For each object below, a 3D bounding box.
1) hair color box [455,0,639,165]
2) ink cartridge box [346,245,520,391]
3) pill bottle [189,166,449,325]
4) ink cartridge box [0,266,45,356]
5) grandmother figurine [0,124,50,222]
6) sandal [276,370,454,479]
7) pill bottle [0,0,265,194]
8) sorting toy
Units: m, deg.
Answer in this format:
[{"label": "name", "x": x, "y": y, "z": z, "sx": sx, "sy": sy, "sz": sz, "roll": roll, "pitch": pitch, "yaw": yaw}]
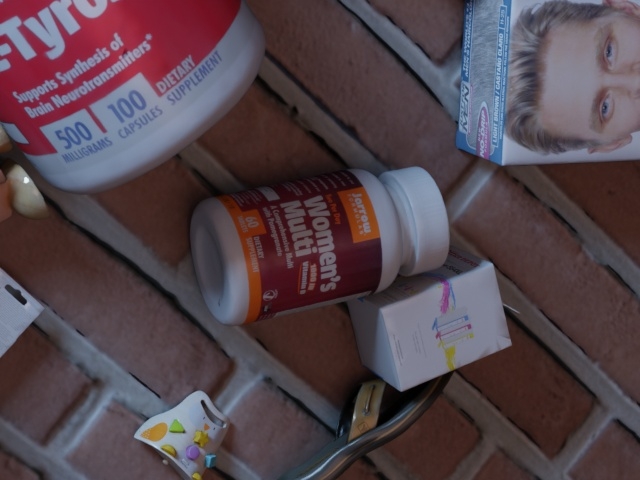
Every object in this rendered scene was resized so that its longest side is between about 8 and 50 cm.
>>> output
[{"label": "hair color box", "x": 0.312, "y": -0.169, "z": 1.890, "sx": 0.347, "sy": 0.105, "sz": 0.174, "roll": -4, "pitch": 104, "yaw": -22}, {"label": "ink cartridge box", "x": 0.112, "y": 0.070, "z": 1.873, "sx": 0.143, "sy": 0.092, "sz": 0.090, "roll": -22, "pitch": 110, "yaw": -18}, {"label": "pill bottle", "x": 0.000, "y": 0.000, "z": 1.790, "sx": 0.221, "sy": 0.121, "sz": 0.121, "roll": -13, "pitch": 108, "yaw": -20}, {"label": "ink cartridge box", "x": -0.310, "y": 0.081, "z": 1.730, "sx": 0.115, "sy": 0.029, "sz": 0.063, "roll": -47, "pitch": 116, "yaw": -7}, {"label": "grandmother figurine", "x": -0.413, "y": 0.002, "z": 1.628, "sx": 0.342, "sy": 0.104, "sz": 0.208, "roll": -33, "pitch": 100, "yaw": -15}, {"label": "sandal", "x": 0.039, "y": 0.175, "z": 1.886, "sx": 0.219, "sy": 0.090, "sz": 0.060, "roll": -34, "pitch": 92, "yaw": -4}, {"label": "pill bottle", "x": -0.241, "y": -0.255, "z": 1.561, "sx": 0.229, "sy": 0.229, "sz": 0.408, "roll": -40, "pitch": 115, "yaw": -9}, {"label": "sorting toy", "x": -0.121, "y": 0.186, "z": 1.837, "sx": 0.083, "sy": 0.045, "sz": 0.075, "roll": 48, "pitch": 63, "yaw": -26}]
